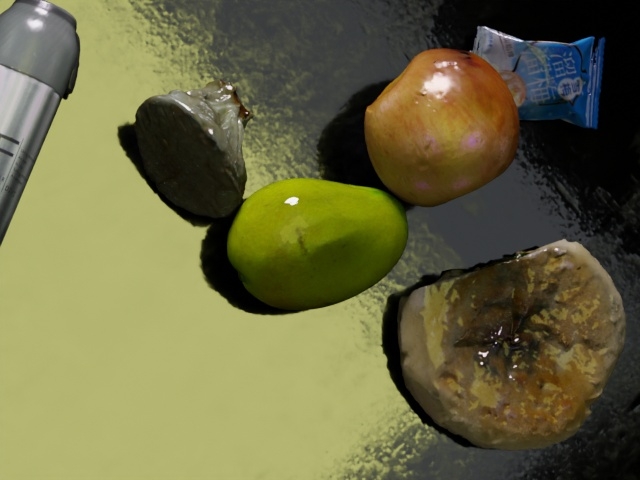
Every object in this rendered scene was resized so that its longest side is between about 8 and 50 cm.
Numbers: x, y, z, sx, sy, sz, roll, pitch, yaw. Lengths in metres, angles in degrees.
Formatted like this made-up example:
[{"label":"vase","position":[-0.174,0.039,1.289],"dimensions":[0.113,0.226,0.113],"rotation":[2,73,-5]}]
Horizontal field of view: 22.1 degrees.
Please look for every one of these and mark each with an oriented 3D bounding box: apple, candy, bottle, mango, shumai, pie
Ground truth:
[{"label":"apple","position":[0.106,-0.104,1.447],"dimensions":[0.146,0.146,0.147],"rotation":[2,84,-17]},{"label":"candy","position":[0.200,-0.153,1.539],"dimensions":[0.136,0.038,0.088],"rotation":[4,96,-9]},{"label":"bottle","position":[-0.270,-0.077,1.366],"dimensions":[0.096,0.079,0.254],"rotation":[33,72,-51]},{"label":"mango","position":[-0.002,0.006,1.424],"dimensions":[0.163,0.089,0.117],"rotation":[7,105,-25]},{"label":"shumai","position":[-0.098,-0.088,1.418],"dimensions":[0.087,0.099,0.124],"rotation":[-48,132,-40]},{"label":"pie","position":[0.180,0.100,1.496],"dimensions":[0.218,0.052,0.185],"rotation":[-21,96,-16]}]
